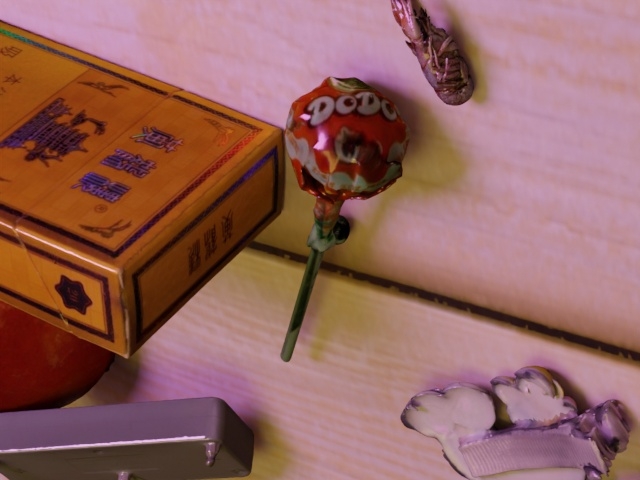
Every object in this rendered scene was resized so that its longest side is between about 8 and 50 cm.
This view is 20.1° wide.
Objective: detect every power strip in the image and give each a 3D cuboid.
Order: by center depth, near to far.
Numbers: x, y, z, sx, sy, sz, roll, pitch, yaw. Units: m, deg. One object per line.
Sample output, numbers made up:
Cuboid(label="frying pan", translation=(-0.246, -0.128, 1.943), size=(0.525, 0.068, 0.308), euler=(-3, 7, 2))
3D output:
Cuboid(label="power strip", translation=(-0.157, 0.185, 1.499), size=(0.215, 0.061, 0.145), euler=(-5, 152, 19))

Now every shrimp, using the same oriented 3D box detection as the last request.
Cuboid(label="shrimp", translation=(0.068, -0.124, 1.137), size=(0.029, 0.038, 0.092), euler=(-35, 99, 5))

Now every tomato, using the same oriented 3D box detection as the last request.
Cuboid(label="tomato", translation=(-0.285, 0.051, 1.483), size=(0.233, 0.139, 0.200), euler=(44, 132, 2))

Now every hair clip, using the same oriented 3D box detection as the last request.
Cuboid(label="hair clip", translation=(0.142, 0.146, 1.284), size=(0.172, 0.049, 0.116), euler=(-15, 107, 47))

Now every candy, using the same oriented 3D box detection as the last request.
Cuboid(label="candy", translation=(0.001, 0.001, 1.266), size=(0.084, 0.078, 0.288), euler=(59, 151, 32))

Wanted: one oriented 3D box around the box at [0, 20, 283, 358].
Cuboid(label="box", translation=(-0.202, -0.050, 1.295), size=(0.301, 0.193, 0.084), euler=(22, 135, 24))
